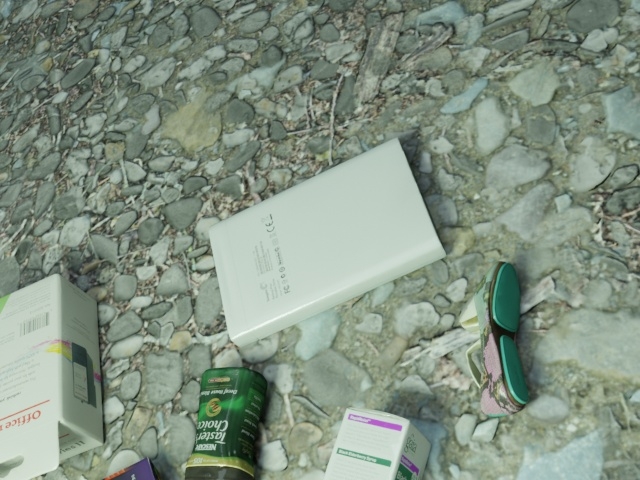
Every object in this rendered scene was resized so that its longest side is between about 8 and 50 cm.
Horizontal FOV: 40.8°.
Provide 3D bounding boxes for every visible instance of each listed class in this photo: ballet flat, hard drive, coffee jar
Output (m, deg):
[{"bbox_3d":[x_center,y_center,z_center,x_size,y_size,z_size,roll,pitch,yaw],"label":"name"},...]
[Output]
[{"bbox_3d":[0.229,0.131,1.158,0.079,0.077,0.221,-25,50,36],"label":"ballet flat"},{"bbox_3d":[0.000,0.000,1.367,0.353,0.047,0.233,-25,52,11],"label":"hard drive"},{"bbox_3d":[-0.136,0.278,1.236,0.096,0.079,0.184,-7,58,23],"label":"coffee jar"}]

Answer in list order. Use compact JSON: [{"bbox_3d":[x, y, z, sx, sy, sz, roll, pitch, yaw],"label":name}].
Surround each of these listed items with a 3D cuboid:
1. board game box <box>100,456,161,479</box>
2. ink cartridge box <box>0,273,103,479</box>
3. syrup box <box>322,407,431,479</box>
[{"bbox_3d":[-0.279,0.410,1.211,0.141,0.048,0.170,-26,43,-8],"label":"board game box"},{"bbox_3d":[-0.471,0.253,1.395,0.207,0.119,0.353,-23,51,12],"label":"ink cartridge box"},{"bbox_3d":[0.055,0.342,1.089,0.096,0.093,0.237,7,63,31],"label":"syrup box"}]
